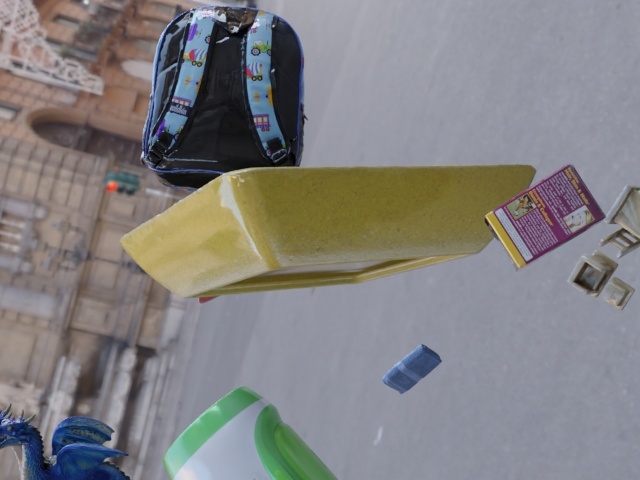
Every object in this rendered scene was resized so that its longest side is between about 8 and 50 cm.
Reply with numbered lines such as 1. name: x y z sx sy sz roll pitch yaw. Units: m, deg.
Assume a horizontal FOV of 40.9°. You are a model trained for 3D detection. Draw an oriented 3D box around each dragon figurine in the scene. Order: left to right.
1. dragon figurine: -0.299 0.281 1.088 0.085 0.289 0.144 28 106 58

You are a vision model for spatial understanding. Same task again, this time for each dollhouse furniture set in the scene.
1. dollhouse furniture set: 0.451 0.042 1.119 0.182 0.101 0.160 41 115 32

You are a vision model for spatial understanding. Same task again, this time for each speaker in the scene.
1. speaker: -0.012 0.281 0.803 0.131 0.296 0.131 -42 -13 -12

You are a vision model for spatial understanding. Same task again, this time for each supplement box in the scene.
1. supplement box: 0.187 -0.018 0.720 0.055 0.083 0.043 60 -174 11

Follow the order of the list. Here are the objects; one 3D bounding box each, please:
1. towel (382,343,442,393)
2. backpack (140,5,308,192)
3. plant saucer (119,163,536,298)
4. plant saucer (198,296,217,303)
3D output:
1. towel: 0.187 0.263 1.763 0.119 0.067 0.029 -43 30 20
2. backpack: -0.090 -0.137 0.849 0.117 0.158 0.173 93 -179 -79
3. plant saucer: 0.000 0.000 0.887 0.333 0.333 0.080 -21 75 59
4. plant saucer: -0.111 -0.059 1.353 0.258 0.048 0.259 -46 -36 -59
